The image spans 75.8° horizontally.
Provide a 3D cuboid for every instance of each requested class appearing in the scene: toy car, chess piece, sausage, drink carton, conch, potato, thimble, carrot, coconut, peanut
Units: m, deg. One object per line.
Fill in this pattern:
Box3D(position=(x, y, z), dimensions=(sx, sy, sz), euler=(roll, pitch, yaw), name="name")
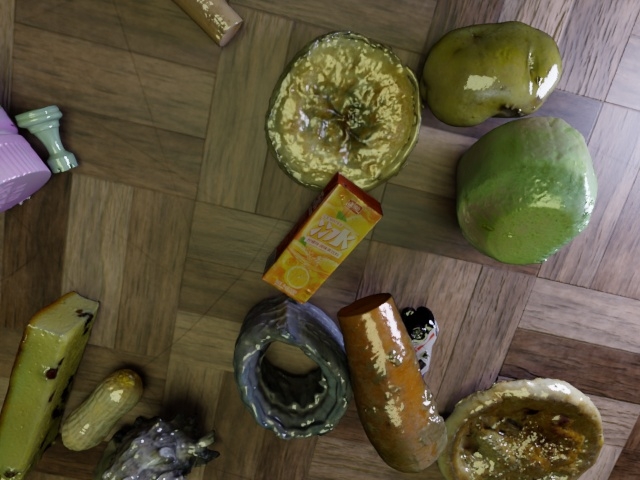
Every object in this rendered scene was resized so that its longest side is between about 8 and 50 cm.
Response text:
Box3D(position=(0.155, 0.225, 0.791), dimensions=(0.108, 0.089, 0.209), euler=(43, 101, -10), name="toy car")
Box3D(position=(-0.453, -0.168, 0.693), dimensions=(0.067, 0.067, 0.103), euler=(-15, 113, 3), name="chess piece")
Box3D(position=(-0.252, -0.423, 0.630), dimensions=(0.301, 0.066, 0.066), euler=(39, 101, -12), name="sausage")
Box3D(position=(0.000, 0.000, 0.713), dimensions=(0.096, 0.071, 0.223), euler=(34, 113, -14), name="drink carton")
Box3D(position=(-0.331, 0.445, 0.766), dimensions=(0.313, 0.240, 0.186), euler=(-34, 89, 20), name="conch")
Box3D(position=(0.254, -0.257, 0.634), dimensions=(0.200, 0.154, 0.137), euler=(-10, 120, 2), name="potato")
Box3D(position=(-0.049, 0.225, 0.746), dimensions=(0.205, 0.172, 0.236), euler=(-16, 103, 0), name="thimble")
Box3D(position=(0.113, 0.244, 0.686), dimensions=(0.138, 0.139, 0.302), euler=(-22, 99, 4), name="carrot")
Box3D(position=(0.322, -0.079, 0.661), dimensions=(0.204, 0.236, 0.236), euler=(-8, 107, 30), name="coconut")
Box3D(position=(-0.430, 0.336, 0.809), dimensions=(0.087, 0.087, 0.207), euler=(43, 100, -11), name="peanut")

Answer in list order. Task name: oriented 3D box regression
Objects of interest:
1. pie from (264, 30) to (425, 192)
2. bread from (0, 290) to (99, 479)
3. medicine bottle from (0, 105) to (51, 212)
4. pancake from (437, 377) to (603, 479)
Box3D(position=(0.038, -0.206, 0.694), dimensions=(0.274, 0.055, 0.274), euler=(0, 105, -1), name="pie")
Box3D(position=(-0.520, 0.283, 0.767), dimensions=(0.077, 0.138, 0.361), euler=(22, 103, -9), name="bread")
Box3D(position=(-0.586, -0.179, 0.624), dimensions=(0.178, 0.178, 0.291), euler=(-33, 102, 7), name="medicine bottle")
Box3D(position=(0.414, 0.427, 0.862), dimensions=(0.356, 0.065, 0.356), euler=(0, 108, 1), name="pancake")
